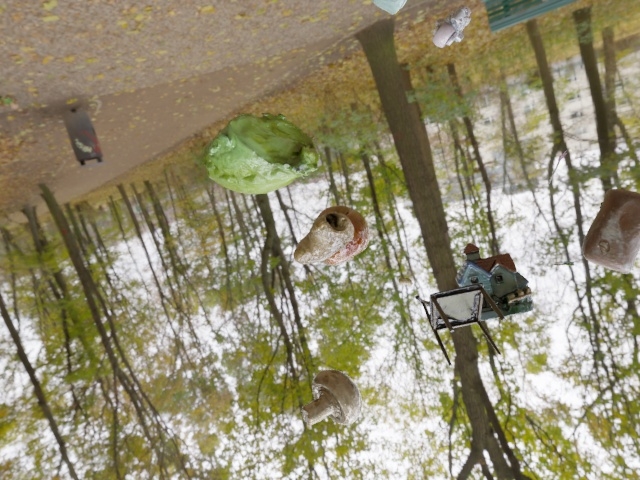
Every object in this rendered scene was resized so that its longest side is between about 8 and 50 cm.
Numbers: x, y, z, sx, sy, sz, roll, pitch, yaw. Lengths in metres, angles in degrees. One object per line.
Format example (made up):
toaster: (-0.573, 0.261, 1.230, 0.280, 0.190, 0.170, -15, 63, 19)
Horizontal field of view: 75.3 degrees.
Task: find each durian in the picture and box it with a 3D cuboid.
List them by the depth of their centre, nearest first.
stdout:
durian: (-0.186, -0.246, 1.193, 0.339, 0.256, 0.204, -22, -134, 46)

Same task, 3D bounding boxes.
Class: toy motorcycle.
toy motorcycle: (0.452, -0.734, 1.395, 0.112, 0.112, 0.254, -5, -142, 45)

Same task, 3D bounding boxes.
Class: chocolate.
chocolate: (0.926, -0.036, 1.294, 0.161, 0.261, 0.083, 24, -167, 41)

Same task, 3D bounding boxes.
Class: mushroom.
mushroom: (0.041, 0.560, 1.479, 0.206, 0.206, 0.209, -6, 169, 44)

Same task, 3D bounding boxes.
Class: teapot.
teapot: (0.213, -0.849, 1.368, 0.159, 0.159, 0.232, -15, -132, 10)

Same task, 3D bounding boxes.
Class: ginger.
ginger: (0.000, 0.000, 1.513, 0.221, 0.130, 0.276, -26, 161, -15)

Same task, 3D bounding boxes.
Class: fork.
fork: (0.729, -0.225, 1.280, 0.115, 0.016, 0.012, -60, -155, -4)

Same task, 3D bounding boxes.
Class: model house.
model house: (0.738, 0.159, 1.805, 0.295, 0.329, 0.252, -12, 173, 18)

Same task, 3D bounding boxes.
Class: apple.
apple: (0.091, -0.039, 2.033, 0.301, 0.301, 0.301, -16, -168, 3)

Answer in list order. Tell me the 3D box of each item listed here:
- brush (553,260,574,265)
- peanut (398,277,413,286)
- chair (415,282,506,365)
brush: (1.117, 0.106, 1.904, 0.083, 0.021, 0.019, -2, -173, 34)
peanut: (0.358, 0.174, 1.735, 0.083, 0.037, 0.037, 18, 171, -32)
chair: (0.423, 0.218, 1.289, 0.188, 0.166, 0.272, -12, -147, -3)
